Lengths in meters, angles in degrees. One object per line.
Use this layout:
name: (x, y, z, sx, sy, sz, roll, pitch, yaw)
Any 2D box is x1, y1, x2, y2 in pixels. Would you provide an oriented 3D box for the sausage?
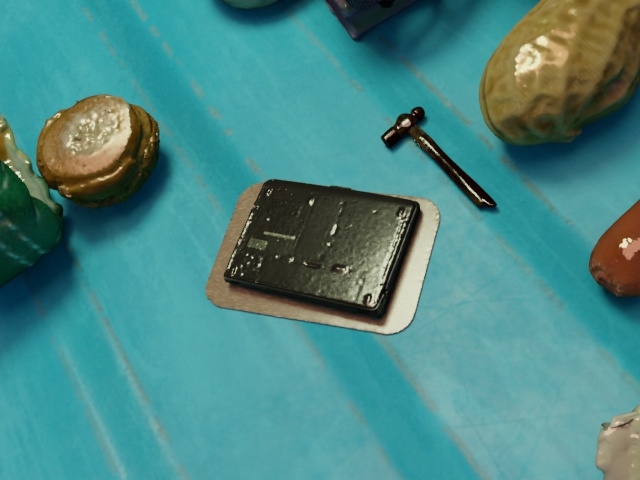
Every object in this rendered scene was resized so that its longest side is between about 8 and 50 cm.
sausage: (0.353, -0.020, 0.887, 0.194, 0.077, 0.077, -42, 56, -4)

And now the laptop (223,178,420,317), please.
laptop: (0.000, 0.000, 1.029, 0.207, 0.026, 0.154, 11, 67, 26)

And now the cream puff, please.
cream puff: (-0.286, -0.113, 1.151, 0.165, 0.115, 0.150, -9, 66, 5)

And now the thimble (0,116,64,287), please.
thimble: (-0.456, -0.072, 1.111, 0.167, 0.254, 0.288, -36, 37, -6)

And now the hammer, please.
hammer: (0.143, -0.090, 1.037, 0.065, 0.021, 0.178, -38, 59, -3)

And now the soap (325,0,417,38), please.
soap: (0.098, -0.372, 1.183, 0.203, 0.065, 0.122, -30, 57, 2)

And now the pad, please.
pad: (-0.001, 0.014, 1.039, 0.266, 0.002, 0.176, 7, 64, 24)

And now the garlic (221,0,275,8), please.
garlic: (-0.120, -0.409, 1.269, 0.148, 0.129, 0.266, -24, 37, -36)

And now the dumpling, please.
dumpling: (0.335, 0.184, 0.766, 0.188, 0.108, 0.127, -20, 79, -11)

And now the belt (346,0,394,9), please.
belt: (0.088, -0.393, 1.088, 0.139, 0.126, 0.231, 8, 61, 54)

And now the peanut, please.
peanut: (0.312, -0.228, 0.982, 0.325, 0.140, 0.153, -37, 72, -7)
